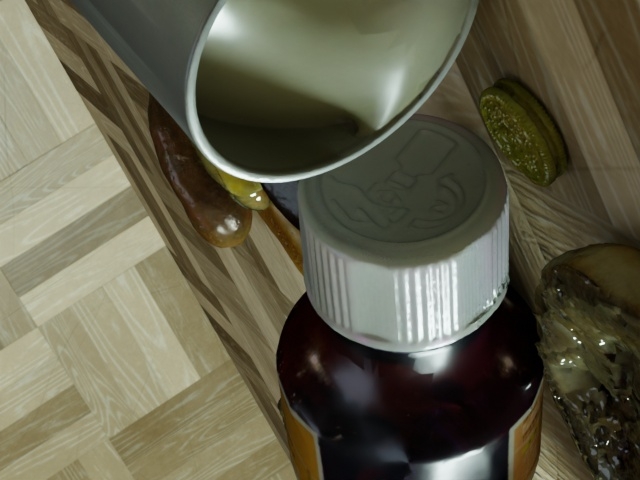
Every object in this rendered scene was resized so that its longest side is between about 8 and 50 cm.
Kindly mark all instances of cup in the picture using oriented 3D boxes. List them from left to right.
[{"bbox_3d":[-0.065,-0.259,1.191,0.327,0.237,0.323,50,138,35],"label":"cup"}]

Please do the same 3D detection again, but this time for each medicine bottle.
[{"bbox_3d":[0.083,0.082,1.485,0.242,0.242,0.395,51,156,32],"label":"medicine bottle"}]

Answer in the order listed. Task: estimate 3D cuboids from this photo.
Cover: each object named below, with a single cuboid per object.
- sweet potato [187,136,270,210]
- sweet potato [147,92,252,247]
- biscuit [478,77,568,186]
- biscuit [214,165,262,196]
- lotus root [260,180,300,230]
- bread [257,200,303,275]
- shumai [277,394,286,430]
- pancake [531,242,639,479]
[{"bbox_3d":[-0.096,-0.152,1.887,0.124,0.098,0.310,61,161,25],"label":"sweet potato"},{"bbox_3d":[-0.180,-0.111,2.489,0.292,0.097,0.097,64,168,-17],"label":"sweet potato"},{"bbox_3d":[0.146,-0.077,1.246,0.084,0.023,0.084,52,169,15],"label":"biscuit"},{"bbox_3d":[-0.026,-0.060,1.820,0.183,0.039,0.174,0,133,33],"label":"biscuit"},{"bbox_3d":[-0.014,-0.101,1.648,0.241,0.123,0.124,55,-161,-4],"label":"lotus root"},{"bbox_3d":[0.000,0.000,2.018,0.239,0.074,0.092,54,164,17],"label":"bread"},{"bbox_3d":[0.027,0.172,2.297,0.206,0.166,0.175,104,170,-49],"label":"shumai"},{"bbox_3d":[0.274,0.167,1.221,0.387,0.082,0.387,55,166,21],"label":"pancake"}]
